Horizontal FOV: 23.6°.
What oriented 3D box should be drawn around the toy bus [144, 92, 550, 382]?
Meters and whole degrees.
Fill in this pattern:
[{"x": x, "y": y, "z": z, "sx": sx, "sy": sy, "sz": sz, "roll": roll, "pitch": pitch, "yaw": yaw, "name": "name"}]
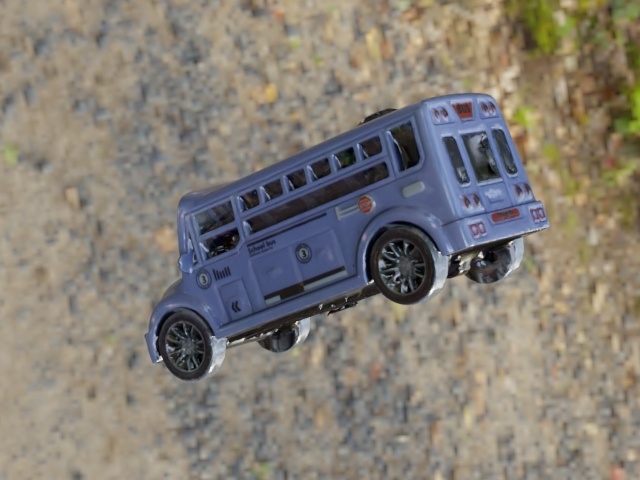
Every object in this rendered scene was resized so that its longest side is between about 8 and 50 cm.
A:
[{"x": 0.000, "y": 0.000, "z": 1.064, "sx": 0.125, "sy": 0.292, "sz": 0.133, "roll": -12, "pitch": 82, "yaw": -54, "name": "toy bus"}]
